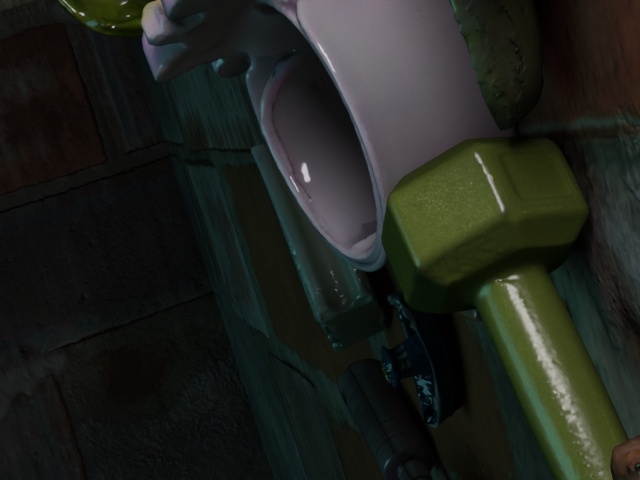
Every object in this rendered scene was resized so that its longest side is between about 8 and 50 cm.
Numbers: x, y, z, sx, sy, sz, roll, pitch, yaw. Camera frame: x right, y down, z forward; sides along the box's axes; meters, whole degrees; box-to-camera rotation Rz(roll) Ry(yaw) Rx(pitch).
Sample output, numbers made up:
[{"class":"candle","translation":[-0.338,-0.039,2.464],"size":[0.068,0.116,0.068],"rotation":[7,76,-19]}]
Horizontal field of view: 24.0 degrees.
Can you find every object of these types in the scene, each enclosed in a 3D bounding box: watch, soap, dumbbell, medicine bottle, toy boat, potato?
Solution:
[{"class":"watch","translation":[0.010,-0.100,0.960],"size":[0.231,0.196,0.244],"rotation":[62,165,11]},{"class":"soap","translation":[0.000,0.000,1.485],"size":[0.114,0.063,0.198],"rotation":[65,-177,-68]},{"class":"dumbbell","translation":[0.133,0.086,0.828],"size":[0.108,0.121,0.302],"rotation":[-46,58,45]},{"class":"medicine bottle","translation":[0.076,0.201,1.495],"size":[0.199,0.057,0.058],"rotation":[-120,15,-48]},{"class":"toy boat","translation":[0.081,0.097,1.263],"size":[0.060,0.060,0.137],"rotation":[-122,17,-54]},{"class":"potato","translation":[0.080,-0.161,0.811],"size":[0.119,0.054,0.198],"rotation":[30,-141,-78]}]

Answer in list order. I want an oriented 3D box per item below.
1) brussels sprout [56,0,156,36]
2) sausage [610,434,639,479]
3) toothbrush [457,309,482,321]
[{"class":"brussels sprout","translation":[-0.107,-0.292,1.082],"size":[0.259,0.227,0.294],"rotation":[85,-159,-71]},{"class":"sausage","translation":[0.206,0.182,0.565],"size":[0.123,0.123,0.253],"rotation":[136,116,-79]},{"class":"toothbrush","translation":[0.067,0.007,1.264],"size":[0.375,0.037,0.028],"rotation":[-139,51,-68]}]
